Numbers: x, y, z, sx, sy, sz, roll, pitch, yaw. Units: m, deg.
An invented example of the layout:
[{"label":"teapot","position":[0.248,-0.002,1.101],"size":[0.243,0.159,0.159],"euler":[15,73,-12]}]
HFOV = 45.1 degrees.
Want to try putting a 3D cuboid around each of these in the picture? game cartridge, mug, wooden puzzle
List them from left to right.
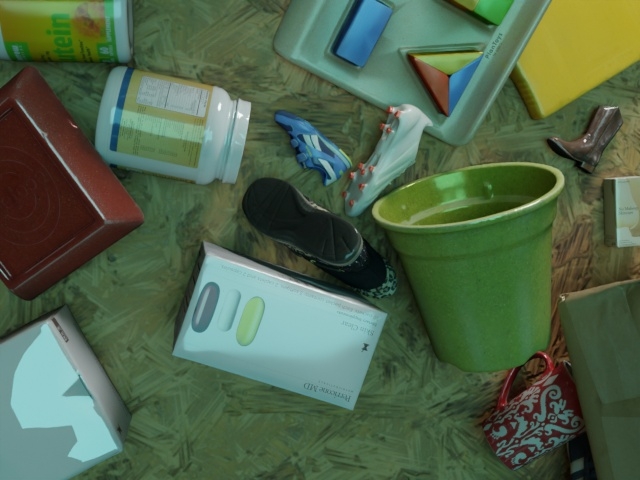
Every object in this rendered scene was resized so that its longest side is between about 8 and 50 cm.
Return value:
[{"label":"wooden puzzle","position":[0.147,-0.347,1.143],"size":[0.348,0.080,0.322],"euler":[26,105,-9]},{"label":"mug","position":[0.352,0.276,1.245],"size":[0.169,0.150,0.113],"euler":[-39,114,16]},{"label":"game cartridge","position":[0.389,-0.402,1.233],"size":[0.285,0.052,0.324],"euler":[-31,101,-6]}]

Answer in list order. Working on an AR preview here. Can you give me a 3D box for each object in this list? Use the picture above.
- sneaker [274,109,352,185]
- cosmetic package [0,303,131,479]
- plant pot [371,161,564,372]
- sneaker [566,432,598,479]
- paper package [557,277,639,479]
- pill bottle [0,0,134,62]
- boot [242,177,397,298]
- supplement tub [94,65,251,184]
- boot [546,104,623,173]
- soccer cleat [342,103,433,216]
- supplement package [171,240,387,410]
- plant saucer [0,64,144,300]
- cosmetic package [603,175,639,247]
[{"label":"sneaker","position":[-0.019,-0.142,1.182],"size":[0.144,0.053,0.059],"euler":[40,90,-9]},{"label":"cosmetic package","position":[-0.489,0.277,1.089],"size":[0.385,0.156,0.217],"euler":[-26,98,-7]},{"label":"plant pot","position":[0.236,0.046,1.150],"size":[0.276,0.276,0.254],"euler":[-16,108,-8]},{"label":"sneaker","position":[0.464,0.413,1.240],"size":[0.131,0.148,0.350],"euler":[0,94,14]},{"label":"paper package","position":[0.534,0.208,1.157],"size":[0.309,0.168,0.325],"euler":[-6,82,-41]},{"label":"pill bottle","position":[-0.388,-0.316,1.065],"size":[0.245,0.136,0.136],"euler":[-1,95,-9]},{"label":"boot","position":[0.000,0.002,1.168],"size":[0.085,0.236,0.178],"euler":[-56,142,-5]},{"label":"supplement tub","position":[-0.209,-0.159,1.102],"size":[0.199,0.144,0.144],"euler":[11,93,-10]},{"label":"boot","position":[0.435,-0.182,1.259],"size":[0.106,0.037,0.114],"euler":[30,92,-23]},{"label":"soccer cleat","position":[0.103,-0.115,1.183],"size":[0.076,0.068,0.196],"euler":[21,108,-27]},{"label":"supplement package","position":[-0.068,0.116,1.117],"size":[0.262,0.204,0.145],"euler":[19,92,-11]},{"label":"plant saucer","position":[-0.416,-0.064,1.069],"size":[0.258,0.048,0.259],"euler":[-31,100,23]},{"label":"cosmetic package","position":[0.507,-0.048,1.279],"size":[0.060,0.041,0.115],"euler":[-6,95,-8]}]
